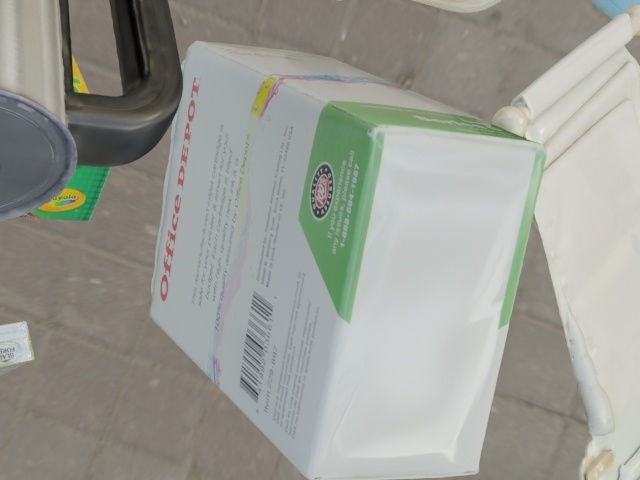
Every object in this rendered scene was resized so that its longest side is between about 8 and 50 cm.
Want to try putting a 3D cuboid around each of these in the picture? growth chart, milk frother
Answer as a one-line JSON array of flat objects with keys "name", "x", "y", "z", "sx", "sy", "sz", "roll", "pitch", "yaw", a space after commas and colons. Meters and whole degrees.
[{"name": "growth chart", "x": 0.151, "y": 0.012, "z": 0.692, "sx": 0.021, "sy": 0.172, "sz": 0.237, "roll": -4, "pitch": 106, "yaw": 41}, {"name": "milk frother", "x": -0.109, "y": -0.100, "z": 0.486, "sx": 0.129, "sy": 0.143, "sz": 0.134, "roll": -5, "pitch": 59, "yaw": -9}]

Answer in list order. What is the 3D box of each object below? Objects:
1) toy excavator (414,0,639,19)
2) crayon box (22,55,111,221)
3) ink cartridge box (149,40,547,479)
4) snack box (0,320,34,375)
[{"name": "toy excavator", "x": 0.262, "y": -0.320, "z": 1.409, "sx": 0.433, "sy": 0.222, "sz": 0.445, "roll": 38, "pitch": 111, "yaw": -16}, {"name": "crayon box", "x": -0.303, "y": -0.137, "z": 1.232, "sx": 0.165, "sy": 0.278, "sz": 0.081, "roll": 4, "pitch": 129, "yaw": -33}, {"name": "ink cartridge box", "x": 0.000, "y": 0.000, "z": 0.666, "sx": 0.093, "sy": 0.212, "sz": 0.154, "roll": 2, "pitch": 105, "yaw": -29}, {"name": "snack box", "x": -0.319, "y": 0.102, "z": 1.151, "sx": 0.141, "sy": 0.100, "sz": 0.037, "roll": -10, "pitch": 84, "yaw": -29}]
